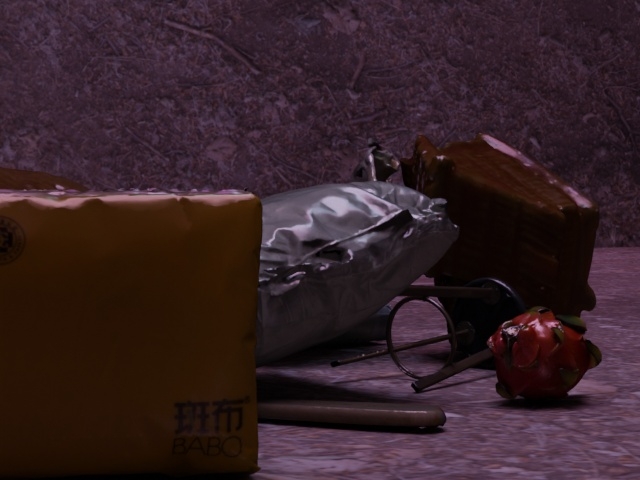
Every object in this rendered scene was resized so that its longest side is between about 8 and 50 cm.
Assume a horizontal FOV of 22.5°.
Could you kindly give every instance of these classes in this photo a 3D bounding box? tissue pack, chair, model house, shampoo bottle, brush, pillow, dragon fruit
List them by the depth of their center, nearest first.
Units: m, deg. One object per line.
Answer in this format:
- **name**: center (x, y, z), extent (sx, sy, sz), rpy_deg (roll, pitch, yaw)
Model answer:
- **tissue pack**: center (-0.172, 0.059, 1.043), extent (0.271, 0.192, 0.134), rpy_deg (-1, 2, -11)
- **brush**: center (-0.061, 0.132, 1.288), extent (0.336, 0.020, 0.085), rpy_deg (1, 2, 19)
- **dragon fruit**: center (0.195, 0.098, 1.384), extent (0.086, 0.081, 0.116), rpy_deg (4, 1, 32)
- **pillow**: center (-0.075, 0.046, 1.397), extent (0.283, 0.138, 0.310), rpy_deg (-19, -1, -39)
- **chair**: center (0.121, 0.083, 1.537), extent (0.104, 0.095, 0.221), rpy_deg (17, 12, 38)
- **model house**: center (0.168, 0.006, 1.703), extent (0.219, 0.199, 0.229), rpy_deg (26, 19, 36)
- **shampoo bottle**: center (-0.016, 0.095, 1.767), extent (0.212, 0.049, 0.072), rpy_deg (-3, -5, -37)

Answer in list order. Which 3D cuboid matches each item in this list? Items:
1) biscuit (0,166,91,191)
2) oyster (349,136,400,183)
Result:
- **biscuit**: center (-0.378, -0.034, 1.364), extent (0.394, 0.076, 0.368), rpy_deg (19, 15, -5)
- **oyster**: center (0.001, 0.001, 1.753), extent (0.238, 0.115, 0.351), rpy_deg (-37, -8, -4)
